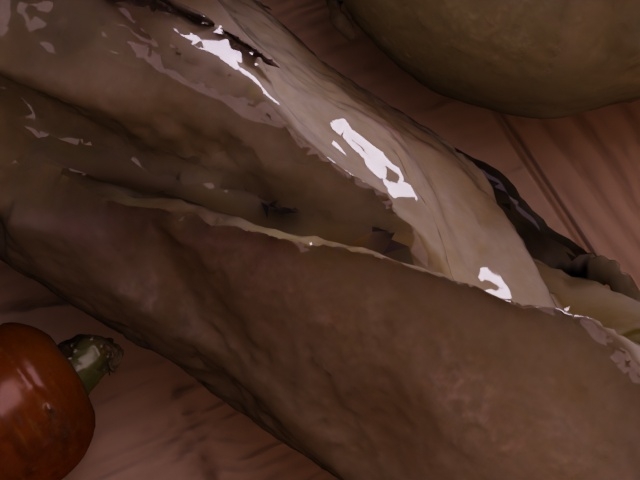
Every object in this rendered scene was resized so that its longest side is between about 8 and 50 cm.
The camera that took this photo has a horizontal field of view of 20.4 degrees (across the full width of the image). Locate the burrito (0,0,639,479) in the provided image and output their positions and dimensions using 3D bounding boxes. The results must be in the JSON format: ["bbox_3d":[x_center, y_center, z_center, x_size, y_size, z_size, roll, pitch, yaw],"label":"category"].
[{"bbox_3d":[-0.002,0.001,0.641,0.332,0.190,0.135,35,97,11],"label":"burrito"}]

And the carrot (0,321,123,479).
[{"bbox_3d":[-0.167,0.115,0.601,0.061,0.061,0.257,42,70,12],"label":"carrot"}]

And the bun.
[{"bbox_3d":[0.117,-0.168,0.749,0.259,0.160,0.259,7,60,-12],"label":"bun"}]
